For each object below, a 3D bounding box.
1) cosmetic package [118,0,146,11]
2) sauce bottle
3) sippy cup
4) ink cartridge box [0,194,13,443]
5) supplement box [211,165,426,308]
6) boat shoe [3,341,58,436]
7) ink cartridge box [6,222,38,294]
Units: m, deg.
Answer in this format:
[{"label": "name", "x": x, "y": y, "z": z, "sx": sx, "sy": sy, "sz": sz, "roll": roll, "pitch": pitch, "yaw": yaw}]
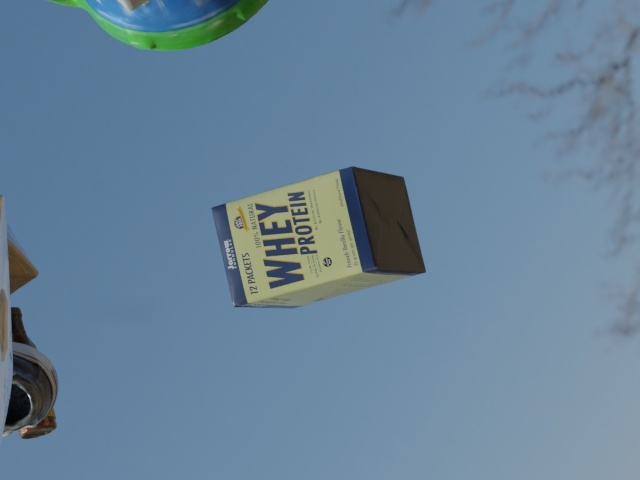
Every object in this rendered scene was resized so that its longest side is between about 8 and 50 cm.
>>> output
[{"label": "cosmetic package", "x": -0.142, "y": -0.298, "z": 1.425, "sx": 0.151, "sy": 0.151, "sz": 0.183, "roll": -34, "pitch": -47, "yaw": -11}, {"label": "sauce bottle", "x": -0.291, "y": 0.128, "z": 1.943, "sx": 0.042, "sy": 0.128, "sz": 0.042, "roll": -18, "pitch": -15, "yaw": -5}, {"label": "sippy cup", "x": -0.166, "y": -0.341, "z": 1.955, "sx": 0.305, "sy": 0.240, "sz": 0.224, "roll": -47, "pitch": -29, "yaw": -10}, {"label": "ink cartridge box", "x": -0.329, "y": 0.060, "z": 1.153, "sx": 0.207, "sy": 0.283, "sz": 0.117, "roll": 98, "pitch": 176, "yaw": -50}, {"label": "supplement box", "x": 0.000, "y": 0.000, "z": 1.067, "sx": 0.083, "sy": 0.083, "sz": 0.056, "roll": 7, "pitch": -111, "yaw": -68}, {"label": "boat shoe", "x": -0.401, "y": 0.143, "z": 1.836, "sx": 0.105, "sy": 0.306, "sz": 0.113, "roll": -64, "pitch": -20, "yaw": -80}, {"label": "ink cartridge box", "x": -0.389, "y": 0.011, "z": 1.691, "sx": 0.235, "sy": 0.193, "sz": 0.088, "roll": -35, "pitch": -26, "yaw": -2}]
